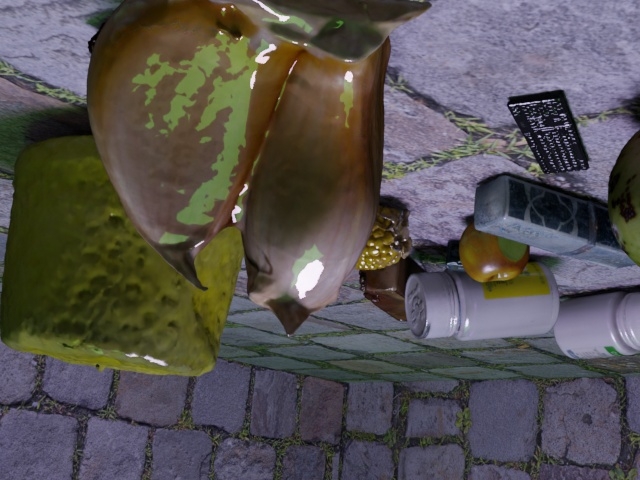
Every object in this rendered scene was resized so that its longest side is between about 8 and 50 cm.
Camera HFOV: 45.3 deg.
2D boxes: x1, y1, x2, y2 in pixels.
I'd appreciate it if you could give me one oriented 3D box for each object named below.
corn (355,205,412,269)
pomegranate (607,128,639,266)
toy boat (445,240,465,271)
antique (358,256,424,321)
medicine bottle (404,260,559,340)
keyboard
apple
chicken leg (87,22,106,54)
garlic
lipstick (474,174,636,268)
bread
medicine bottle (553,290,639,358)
[{"bbox_3d":[0.000,0.000,1.256,0.305,0.106,0.106,-3,162,27],"label":"corn"},{"bbox_3d":[0.388,-0.076,0.789,0.214,0.214,0.248,-11,122,42],"label":"pomegranate"},{"bbox_3d":[0.293,0.027,1.349,0.141,0.055,0.060,1,141,14],"label":"toy boat"},{"bbox_3d":[0.161,0.096,1.571,0.093,0.087,0.310,-1,163,23],"label":"antique"},{"bbox_3d":[0.296,0.114,1.422,0.258,0.144,0.143,-4,165,-12],"label":"medicine bottle"},{"bbox_3d":[0.277,-0.124,0.921,0.061,0.013,0.204,-4,161,26],"label":"keyboard"},{"bbox_3d":[0.280,0.017,1.240,0.114,0.102,0.099,12,161,-26],"label":"apple"},{"bbox_3d":[-0.103,-0.149,0.831,0.304,0.093,0.113,19,170,-28],"label":"chicken leg"},{"bbox_3d":[-0.050,-0.095,0.696,0.286,0.249,0.313,-10,133,-29],"label":"garlic"},{"bbox_3d":[0.355,-0.023,1.128,0.289,0.078,0.076,13,162,-25],"label":"lipstick"},{"bbox_3d":[-0.264,0.033,1.081,0.348,0.308,0.348,3,167,1],"label":"bread"},{"bbox_3d":[0.626,0.174,1.618,0.139,0.139,0.237,16,158,-34],"label":"medicine bottle"}]
